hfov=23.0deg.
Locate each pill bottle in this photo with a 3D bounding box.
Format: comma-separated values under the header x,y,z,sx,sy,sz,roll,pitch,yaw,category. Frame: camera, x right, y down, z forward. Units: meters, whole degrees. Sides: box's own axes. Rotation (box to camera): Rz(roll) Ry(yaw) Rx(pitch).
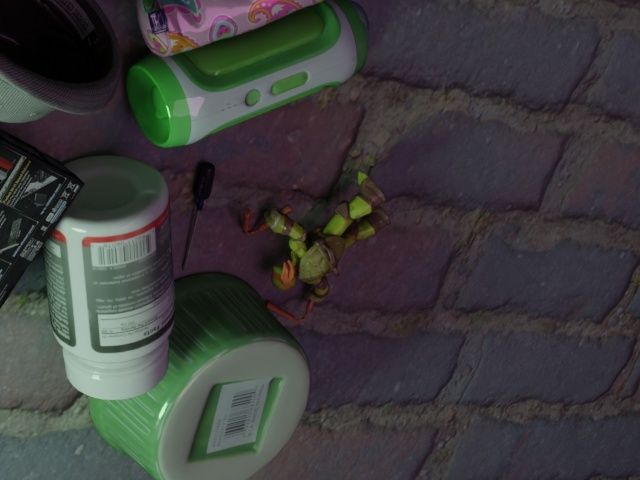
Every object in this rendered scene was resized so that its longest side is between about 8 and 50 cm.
x,y,z,sx,sy,sz,roll,pitch,yaw,category
-0.265,0.050,1.981,0.161,0.161,0.283,-23,133,-30,pill bottle

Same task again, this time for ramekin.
x,y,z,sx,sy,sz,roll,pitch,yaw,category
-0.158,0.211,2.209,0.303,0.148,0.303,-24,133,-29,ramekin

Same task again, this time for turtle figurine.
x,y,z,sx,sy,sz,roll,pitch,yaw,category
0.000,0.000,2.249,0.217,0.087,0.269,-41,139,-13,turtle figurine

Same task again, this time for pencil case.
x,y,z,sx,sy,sz,roll,pitch,yaw,category
-0.090,-0.314,1.883,0.284,0.124,0.124,-21,132,-17,pencil case

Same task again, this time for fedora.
x,y,z,sx,sy,sz,roll,pitch,yaw,category
-0.348,-0.217,1.699,0.124,0.243,0.275,-36,157,27,fedora

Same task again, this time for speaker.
x,y,z,sx,sy,sz,roll,pitch,yaw,category
-0.090,-0.216,1.974,0.296,0.131,0.131,-24,133,-28,speaker

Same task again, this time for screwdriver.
x,y,z,sx,sy,sz,roll,pitch,yaw,category
-0.165,-0.030,2.125,0.025,0.024,0.170,3,122,-12,screwdriver

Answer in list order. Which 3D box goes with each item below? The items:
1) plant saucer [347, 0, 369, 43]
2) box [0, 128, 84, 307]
x,y,z,sx,sy,sz,roll,pitch,yaw,category
0.025,-0.266,2.129,0.119,0.021,0.119,-24,132,-29,plant saucer
-0.443,0.006,1.770,0.307,0.076,0.242,-56,141,3,box
